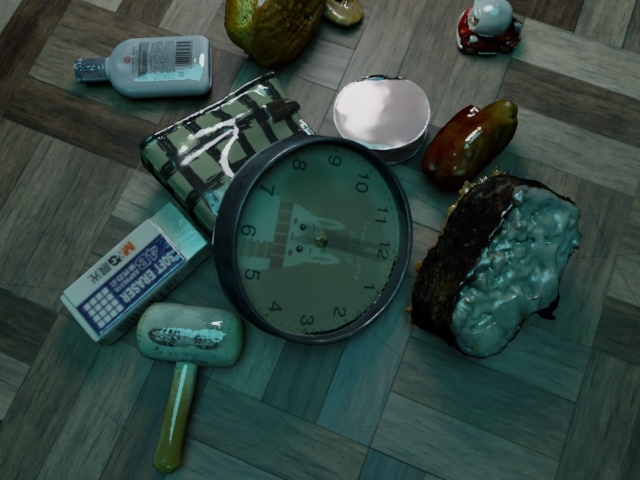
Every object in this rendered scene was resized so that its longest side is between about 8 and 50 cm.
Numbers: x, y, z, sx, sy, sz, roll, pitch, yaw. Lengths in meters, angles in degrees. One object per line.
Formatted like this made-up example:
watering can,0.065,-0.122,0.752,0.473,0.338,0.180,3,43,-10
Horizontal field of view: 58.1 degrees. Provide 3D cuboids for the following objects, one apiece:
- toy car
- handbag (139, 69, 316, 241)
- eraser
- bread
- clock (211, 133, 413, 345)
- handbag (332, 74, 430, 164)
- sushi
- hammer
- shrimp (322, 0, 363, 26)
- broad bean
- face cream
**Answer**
toy car,0.373,-0.474,1.249,0.139,0.112,0.112,8,74,4
handbag,-0.130,-0.138,1.146,0.327,0.162,0.325,-39,79,-15
eraser,-0.354,0.066,1.131,0.279,0.081,0.124,-43,77,-10
bread,-0.087,-0.498,1.203,0.145,0.268,0.268,32,77,22
clock,0.000,0.000,1.038,0.385,0.076,0.387,-4,99,-28
handbag,0.128,-0.245,1.189,0.204,0.116,0.180,-2,74,1
sushi,0.322,0.049,1.067,0.234,0.207,0.349,35,89,-26
hammer,-0.254,0.273,1.066,0.201,0.113,0.306,6,80,6
shrimp,0.028,-0.546,1.312,0.162,0.045,0.095,38,78,12
broad bean,0.299,-0.197,1.153,0.122,0.156,0.228,42,85,9
face cream,-0.384,-0.376,1.259,0.290,0.071,0.144,-4,74,-1
